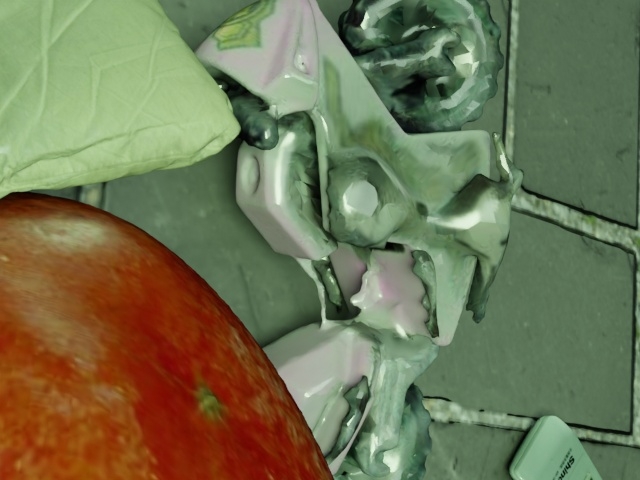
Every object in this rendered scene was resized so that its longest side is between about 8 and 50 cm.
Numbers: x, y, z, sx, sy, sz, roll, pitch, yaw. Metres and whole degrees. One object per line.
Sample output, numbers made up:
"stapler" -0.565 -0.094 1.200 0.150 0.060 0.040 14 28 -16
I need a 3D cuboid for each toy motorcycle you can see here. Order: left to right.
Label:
"toy motorcycle" 0.000 0.000 0.621 0.188 0.143 0.327 9 93 -30

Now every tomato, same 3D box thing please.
"tomato" -0.090 0.098 0.415 0.338 0.143 0.338 37 25 -20

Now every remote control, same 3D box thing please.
"remote control" 0.189 0.203 0.808 0.061 0.029 0.162 -49 118 -31

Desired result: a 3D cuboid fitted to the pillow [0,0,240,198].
"pillow" -0.208 -0.105 0.431 0.274 0.076 0.281 -20 61 -40
